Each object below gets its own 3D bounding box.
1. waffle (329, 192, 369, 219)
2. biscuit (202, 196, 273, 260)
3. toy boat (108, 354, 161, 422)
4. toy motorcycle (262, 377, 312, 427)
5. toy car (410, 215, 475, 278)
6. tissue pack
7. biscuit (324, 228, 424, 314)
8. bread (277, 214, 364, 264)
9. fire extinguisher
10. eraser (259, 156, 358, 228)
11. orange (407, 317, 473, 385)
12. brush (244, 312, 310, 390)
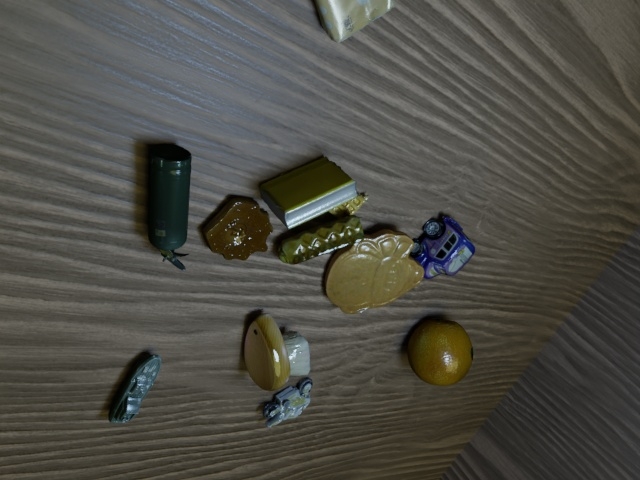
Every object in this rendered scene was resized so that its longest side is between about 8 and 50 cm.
[{"bbox_3d":[0.056,-0.133,1.646,0.125,0.032,0.191,-46,139,6],"label":"waffle"},{"bbox_3d":[-0.215,-0.023,1.532,0.182,0.034,0.215,-45,140,4],"label":"biscuit"},{"bbox_3d":[-0.534,0.433,1.619,0.078,0.085,0.261,20,109,-44],"label":"toy boat"},{"bbox_3d":[-0.114,0.616,2.089,0.228,0.074,0.151,-32,132,-25],"label":"toy motorcycle"},{"bbox_3d":[0.431,0.046,1.976,0.235,0.158,0.172,-48,138,8],"label":"toy car"},{"bbox_3d":[0.063,-0.587,1.248,0.186,0.090,0.222,-34,136,-7],"label":"tissue pack"},{"bbox_3d":[0.183,0.105,1.857,0.351,0.057,0.312,-13,127,-10],"label":"biscuit"},{"bbox_3d":[0.000,0.000,1.651,0.269,0.098,0.087,-20,95,-9],"label":"bread"},{"bbox_3d":[-0.359,-0.070,1.334,0.095,0.114,0.311,-63,169,-57],"label":"fire extinguisher"},{"bbox_3d":[-0.035,-0.133,1.487,0.226,0.158,0.069,-26,137,-19],"label":"eraser"},{"bbox_3d":[0.487,0.454,2.271,0.274,0.274,0.274,-20,133,-23],"label":"orange"},{"bbox_3d":[-0.139,0.342,1.799,0.166,0.174,0.267,-22,119,-39],"label":"brush"}]
